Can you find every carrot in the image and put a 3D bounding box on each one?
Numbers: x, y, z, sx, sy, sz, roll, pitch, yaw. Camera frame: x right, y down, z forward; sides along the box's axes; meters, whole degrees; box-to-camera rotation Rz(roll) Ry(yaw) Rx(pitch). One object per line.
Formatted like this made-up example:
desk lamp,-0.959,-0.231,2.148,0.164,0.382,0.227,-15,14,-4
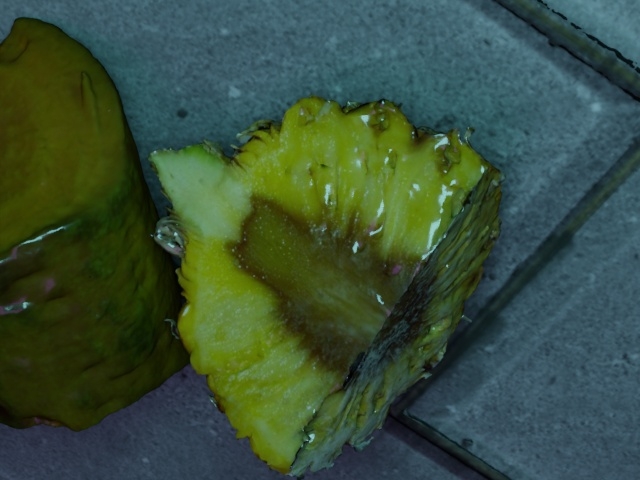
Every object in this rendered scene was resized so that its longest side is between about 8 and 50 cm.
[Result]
carrot,-0.260,0.002,1.229,0.241,0.241,0.341,-4,123,20

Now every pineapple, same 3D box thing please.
pineapple,-0.003,-0.002,1.217,0.286,0.209,0.344,38,104,24
